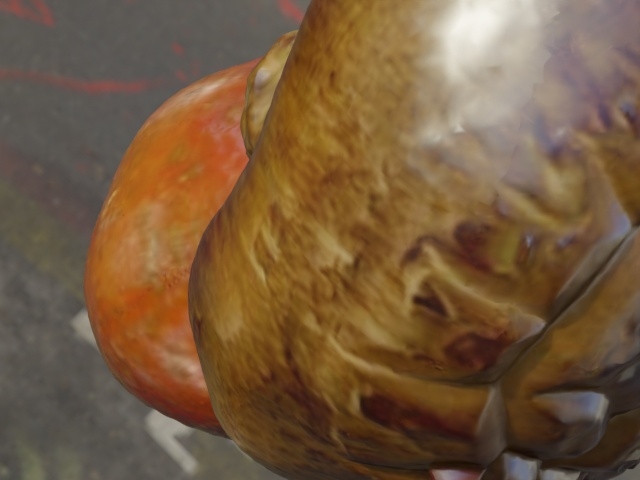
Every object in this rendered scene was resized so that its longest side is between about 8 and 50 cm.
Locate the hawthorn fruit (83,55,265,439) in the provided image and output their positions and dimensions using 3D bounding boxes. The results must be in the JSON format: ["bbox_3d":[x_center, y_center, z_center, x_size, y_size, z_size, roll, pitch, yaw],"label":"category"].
[{"bbox_3d":[0.000,0.000,1.175,0.284,0.284,0.284,38,22,-18],"label":"hawthorn fruit"}]

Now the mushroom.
[{"bbox_3d":[0.074,-0.019,0.564,0.153,0.253,0.253,49,20,29],"label":"mushroom"}]
